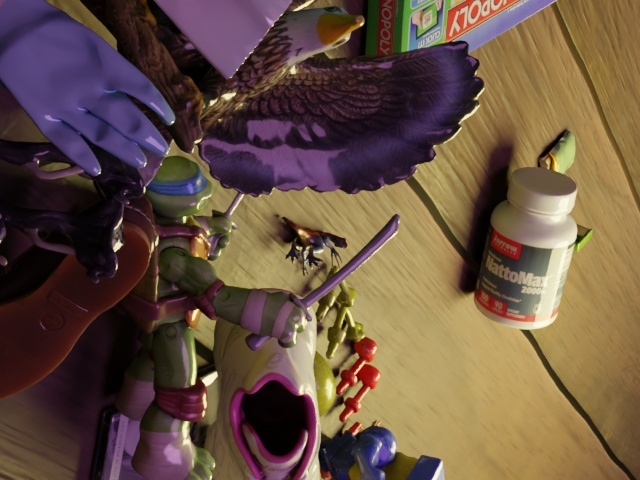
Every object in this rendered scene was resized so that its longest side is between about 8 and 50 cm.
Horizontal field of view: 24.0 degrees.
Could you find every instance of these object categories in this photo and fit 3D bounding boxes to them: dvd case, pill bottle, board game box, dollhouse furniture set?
[{"bbox_3d":[-0.140,0.204,1.439,0.221,0.018,0.164,-19,128,-52],"label":"dvd case"},{"bbox_3d":[0.255,0.007,1.844,0.108,0.108,0.180,-26,133,-49],"label":"pill bottle"},{"bbox_3d":[0.157,-0.298,1.500,0.317,0.046,0.213,-35,136,-42],"label":"board game box"},{"bbox_3d":[0.321,-0.059,1.952,0.076,0.058,0.151,-42,144,-36],"label":"dollhouse furniture set"}]

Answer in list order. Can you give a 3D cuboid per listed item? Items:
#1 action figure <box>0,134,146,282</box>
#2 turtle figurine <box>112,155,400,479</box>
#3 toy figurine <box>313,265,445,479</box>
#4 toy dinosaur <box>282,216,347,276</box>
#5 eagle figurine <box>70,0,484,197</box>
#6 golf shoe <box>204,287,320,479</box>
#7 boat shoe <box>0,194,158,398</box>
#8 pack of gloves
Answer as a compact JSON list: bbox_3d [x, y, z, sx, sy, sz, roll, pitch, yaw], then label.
[{"bbox_3d":[-0.259,-0.013,0.958,0.276,0.141,0.164,-15,138,-22],"label":"action figure"},{"bbox_3d":[-0.072,0.055,1.253,0.275,0.198,0.266,-18,131,-48],"label":"turtle figurine"},{"bbox_3d":[0.079,0.222,1.604,0.191,0.217,0.362,-49,149,-27],"label":"toy figurine"},{"bbox_3d":[0.000,0.000,1.491,0.082,0.047,0.090,-56,145,-55],"label":"toy dinosaur"},{"bbox_3d":[-0.037,-0.142,1.120,0.298,0.225,0.226,-21,130,-52],"label":"eagle figurine"},{"bbox_3d":[-0.052,0.199,1.402,0.140,0.115,0.306,-101,-173,-59],"label":"golf shoe"},{"bbox_3d":[-0.198,0.041,1.107,0.207,0.073,0.073,-36,118,16],"label":"boat shoe"},{"bbox_3d":[-0.150,-0.167,0.939,0.195,0.232,0.046,-55,-171,-25],"label":"pack of gloves"}]
